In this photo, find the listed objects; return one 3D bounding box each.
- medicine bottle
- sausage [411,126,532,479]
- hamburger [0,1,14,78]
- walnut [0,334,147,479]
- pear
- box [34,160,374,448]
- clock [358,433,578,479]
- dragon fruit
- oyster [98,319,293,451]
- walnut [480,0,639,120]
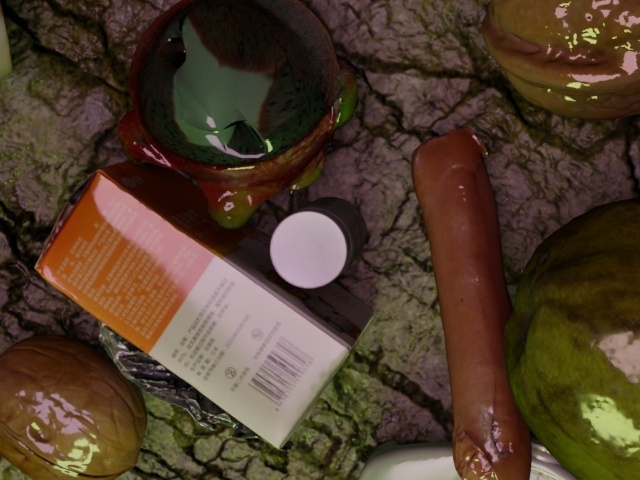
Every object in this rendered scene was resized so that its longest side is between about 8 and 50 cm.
[{"bbox_3d":[0.000,0.000,1.687,0.086,0.183,0.086,1,97,9],"label":"medicine bottle"},{"bbox_3d":[0.170,0.082,1.666,0.094,0.094,0.419,-10,75,11],"label":"sausage"},{"bbox_3d":[-0.446,-0.303,1.703,0.151,0.227,0.295,-14,91,-14],"label":"hamburger"},{"bbox_3d":[-0.300,0.203,1.767,0.207,0.167,0.167,35,100,5],"label":"walnut"},{"bbox_3d":[0.377,0.127,1.564,0.413,0.352,0.352,18,99,-18],"label":"pear"},{"bbox_3d":[-0.125,0.056,1.691,0.341,0.225,0.143,36,101,3],"label":"box"},{"bbox_3d":[0.212,0.351,1.734,0.324,0.108,0.265,-7,94,8],"label":"clock"},{"bbox_3d":[-0.093,-0.164,1.675,0.268,0.130,0.295,-4,71,1],"label":"dragon fruit"},{"bbox_3d":[-0.149,0.165,1.762,0.252,0.199,0.087,41,101,35],"label":"oyster"},{"bbox_3d":[0.299,-0.241,1.603,0.257,0.257,0.224,-6,132,9],"label":"walnut"}]
